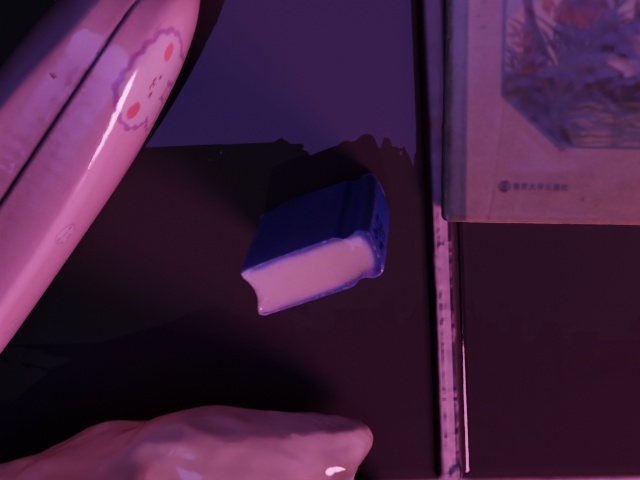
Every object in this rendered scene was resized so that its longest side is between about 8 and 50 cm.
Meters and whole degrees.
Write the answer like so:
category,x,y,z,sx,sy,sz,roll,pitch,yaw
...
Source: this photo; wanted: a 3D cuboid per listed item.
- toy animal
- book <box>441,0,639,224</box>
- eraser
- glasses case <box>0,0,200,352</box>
category,x,y,z,sx,sy,sz,roll,pitch,yaw
toy animal,-0.100,0.219,0.709,0.307,0.188,0.266,-2,110,0
book,0.161,-0.140,0.654,0.214,0.025,0.283,0,110,7
eraser,0.000,0.000,0.682,0.063,0.085,0.027,-20,107,12
glasses case,-0.152,-0.010,0.676,0.075,0.113,0.297,35,108,-9
